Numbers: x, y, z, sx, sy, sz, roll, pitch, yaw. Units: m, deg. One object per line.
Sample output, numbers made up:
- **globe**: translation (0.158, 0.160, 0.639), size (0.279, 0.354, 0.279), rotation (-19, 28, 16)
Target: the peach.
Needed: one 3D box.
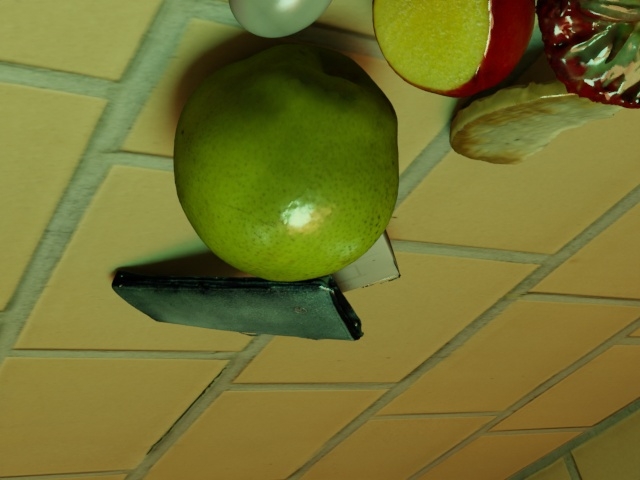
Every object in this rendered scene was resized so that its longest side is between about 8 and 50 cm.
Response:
- **peach**: translation (0.149, -0.257, 1.056), size (0.190, 0.190, 0.192), rotation (-27, 167, 18)

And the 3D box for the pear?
- **pear**: translation (-0.044, -0.089, 1.152), size (0.294, 0.294, 0.294), rotation (-12, 150, -7)

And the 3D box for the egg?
- **egg**: translation (-0.038, -0.277, 1.012), size (0.135, 0.103, 0.103), rotation (-33, 146, 21)

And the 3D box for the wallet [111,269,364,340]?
- **wallet**: translation (-0.134, 0.104, 1.514), size (0.379, 0.046, 0.190), rotation (2, 154, 20)

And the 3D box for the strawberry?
- **strawberry**: translation (0.386, -0.290, 1.121), size (0.261, 0.257, 0.261), rotation (1, 124, 1)

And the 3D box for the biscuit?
- **biscuit**: translation (0.293, -0.174, 1.331), size (0.205, 0.040, 0.309), rotation (2, 166, -25)

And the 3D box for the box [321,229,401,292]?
- **box**: translation (0.000, 0.000, 1.490), size (0.203, 0.106, 0.251), rotation (-17, 151, 7)
